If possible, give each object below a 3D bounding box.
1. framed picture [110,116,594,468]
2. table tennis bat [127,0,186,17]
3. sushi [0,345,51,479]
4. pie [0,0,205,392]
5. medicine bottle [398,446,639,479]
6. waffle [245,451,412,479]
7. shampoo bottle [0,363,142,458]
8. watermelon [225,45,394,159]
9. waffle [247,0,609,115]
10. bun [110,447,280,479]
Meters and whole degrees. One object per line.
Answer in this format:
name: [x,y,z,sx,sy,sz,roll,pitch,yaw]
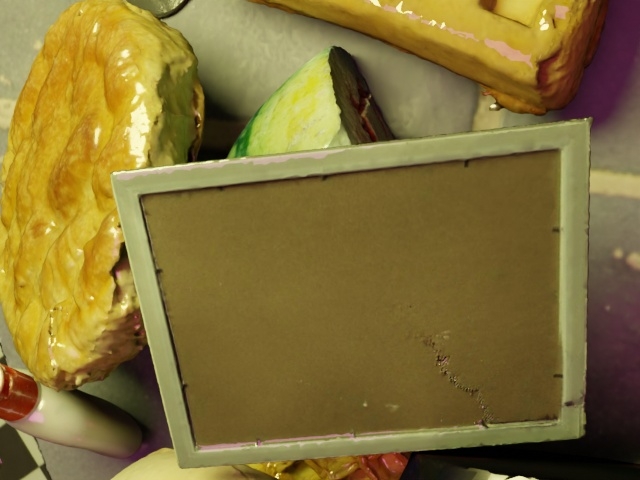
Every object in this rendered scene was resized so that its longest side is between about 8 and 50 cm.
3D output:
framed picture: [0.028,0.046,0.459,0.293,0.018,0.231,-5,111,5]
table tennis bat: [-0.134,-0.282,0.649,0.087,0.013,0.156,46,109,9]
sushi: [-0.487,0.251,0.803,0.339,0.069,0.320,-18,91,19]
pie: [-0.204,-0.046,0.596,0.339,0.083,0.340,-14,72,48]
medicine bottle: [0.162,0.351,0.480,0.242,0.242,0.395,0,83,18]
waffle: [-0.048,0.184,0.655,0.219,0.057,0.229,-42,84,19]
shampoo bottle: [-0.247,0.155,0.637,0.108,0.221,0.051,23,72,19]
watermelon: [0.000,0.000,0.567,0.201,0.213,0.262,32,110,-10]
waffle: [0.078,-0.288,0.517,0.348,0.077,0.304,25,93,13]
bun: [-0.085,0.321,0.575,0.298,0.165,0.299,14,129,18]
